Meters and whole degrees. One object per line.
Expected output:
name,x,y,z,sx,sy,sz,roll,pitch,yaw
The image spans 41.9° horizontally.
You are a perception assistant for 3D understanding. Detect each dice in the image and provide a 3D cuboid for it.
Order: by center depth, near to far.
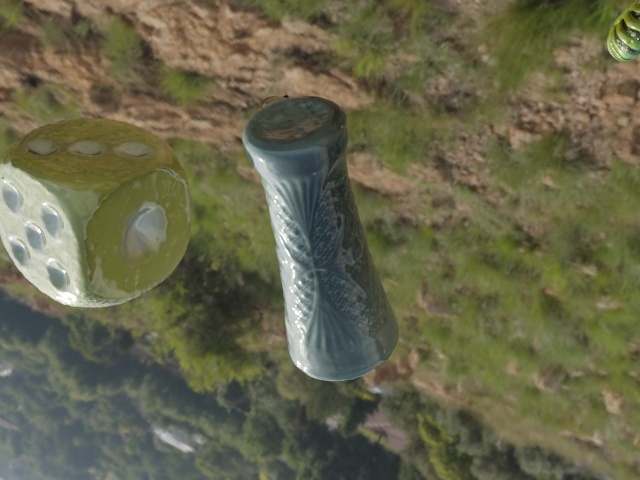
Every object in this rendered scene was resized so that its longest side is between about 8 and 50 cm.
dice,-0.265,-0.036,0.978,0.169,0.166,0.169,25,127,30

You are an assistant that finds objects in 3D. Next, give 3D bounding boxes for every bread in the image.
bread,0.519,-0.350,1.348,0.071,0.130,0.139,40,-177,2

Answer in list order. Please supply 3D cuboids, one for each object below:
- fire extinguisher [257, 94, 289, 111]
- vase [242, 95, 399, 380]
fire extinguisher,-0.043,-0.163,1.077,0.050,0.062,0.177,51,170,-25
vase,0.000,0.000,0.644,0.096,0.096,0.219,14,136,30
